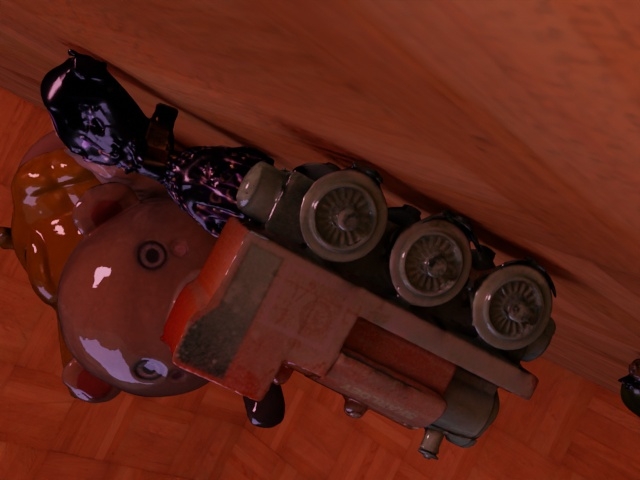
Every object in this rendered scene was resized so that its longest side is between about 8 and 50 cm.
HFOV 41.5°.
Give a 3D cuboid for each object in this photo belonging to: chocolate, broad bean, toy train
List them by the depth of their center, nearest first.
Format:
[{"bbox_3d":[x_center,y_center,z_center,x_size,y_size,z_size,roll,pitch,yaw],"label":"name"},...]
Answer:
[{"bbox_3d":[0.025,0.036,0.396,0.175,0.118,0.074,29,180,-19],"label":"toy train"},{"bbox_3d":[-0.100,-0.060,0.512,0.147,0.072,0.070,36,-144,-23],"label":"chocolate"},{"bbox_3d":[0.299,0.141,0.757,0.060,0.043,0.297,38,-178,22],"label":"broad bean"}]

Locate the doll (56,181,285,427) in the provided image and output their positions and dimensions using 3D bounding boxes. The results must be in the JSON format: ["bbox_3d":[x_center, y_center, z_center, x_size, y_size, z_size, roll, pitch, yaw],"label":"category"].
[{"bbox_3d":[-0.093,0.055,0.847,0.329,0.235,0.174,3,-164,-21],"label":"doll"}]

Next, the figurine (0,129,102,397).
[{"bbox_3d":[-0.249,0.000,1.092,0.401,0.268,0.387,38,-171,-16],"label":"figurine"}]

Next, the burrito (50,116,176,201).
[{"bbox_3d":[-0.137,-0.054,0.924,0.117,0.076,0.392,49,-169,35],"label":"burrito"}]
